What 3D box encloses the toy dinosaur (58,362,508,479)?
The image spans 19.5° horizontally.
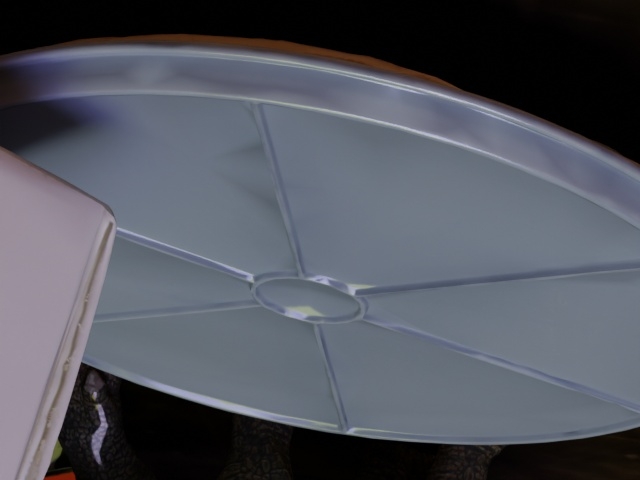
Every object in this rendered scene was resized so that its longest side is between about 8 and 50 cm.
[{"bbox_3d":[-0.019,0.118,0.547,0.313,0.160,0.121,23,154,-31],"label":"toy dinosaur"}]

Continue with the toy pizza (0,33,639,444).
[{"bbox_3d":[0.000,0.000,0.427,0.201,0.032,0.201,10,157,4],"label":"toy pizza"}]

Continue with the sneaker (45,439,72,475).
[{"bbox_3d":[-0.084,0.067,0.633,0.037,0.032,0.083,-15,153,-16],"label":"sneaker"}]

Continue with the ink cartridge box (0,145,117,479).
[{"bbox_3d":[-0.204,0.009,0.377,0.198,0.115,0.272,29,160,-38],"label":"ink cartridge box"}]

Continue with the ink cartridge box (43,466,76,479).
[{"bbox_3d":[-0.111,0.110,0.634,0.115,0.029,0.063,-15,142,26],"label":"ink cartridge box"}]
